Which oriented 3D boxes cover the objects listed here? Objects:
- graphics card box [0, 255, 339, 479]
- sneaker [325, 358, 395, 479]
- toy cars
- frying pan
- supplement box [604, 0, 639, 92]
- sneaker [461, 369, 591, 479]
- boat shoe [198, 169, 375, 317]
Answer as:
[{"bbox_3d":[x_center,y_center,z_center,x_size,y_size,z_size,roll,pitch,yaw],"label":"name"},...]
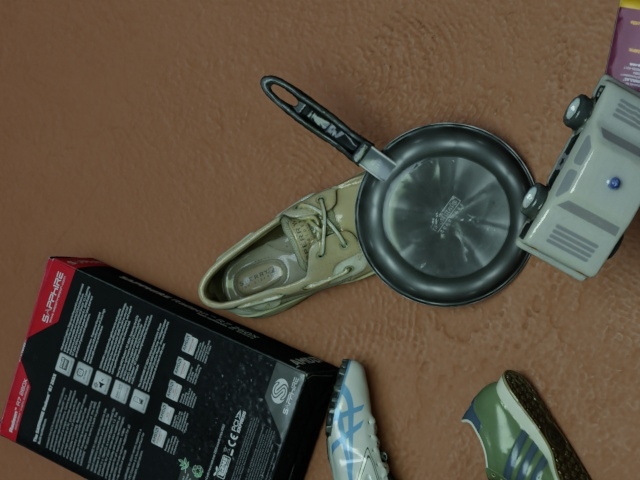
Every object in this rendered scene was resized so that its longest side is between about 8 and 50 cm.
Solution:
[{"bbox_3d":[-0.181,0.186,1.966,0.371,0.094,0.232,22,98,27],"label":"graphics card box"},{"bbox_3d":[0.048,0.248,1.863,0.086,0.085,0.237,-3,84,1],"label":"sneaker"},{"bbox_3d":[0.360,-0.096,1.604,0.394,0.087,0.176,-23,100,-7],"label":"toy cars"},{"bbox_3d":[0.101,-0.081,1.795,0.197,0.053,0.326,-31,94,4],"label":"frying pan"},{"bbox_3d":[0.332,-0.140,1.703,0.081,0.104,0.188,13,95,26],"label":"supplement box"},{"bbox_3d":[0.217,0.237,1.783,0.086,0.064,0.192,-39,72,29],"label":"sneaker"},{"bbox_3d":[0.000,0.000,1.872,0.302,0.098,0.109,-28,77,23],"label":"boat shoe"}]
